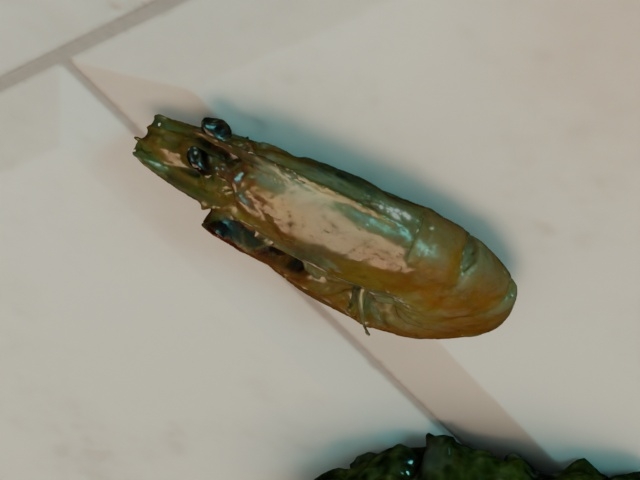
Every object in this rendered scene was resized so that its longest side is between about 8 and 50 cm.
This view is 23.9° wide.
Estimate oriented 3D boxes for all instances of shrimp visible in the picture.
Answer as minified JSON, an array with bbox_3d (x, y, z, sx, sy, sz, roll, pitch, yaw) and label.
[{"bbox_3d":[-0.001,0.002,0.770,0.217,0.051,0.115,26,142,-17],"label":"shrimp"}]

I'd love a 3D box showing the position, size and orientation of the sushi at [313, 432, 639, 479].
[{"bbox_3d":[0.119,0.285,0.969,0.294,0.178,0.352,-5,134,19],"label":"sushi"}]
